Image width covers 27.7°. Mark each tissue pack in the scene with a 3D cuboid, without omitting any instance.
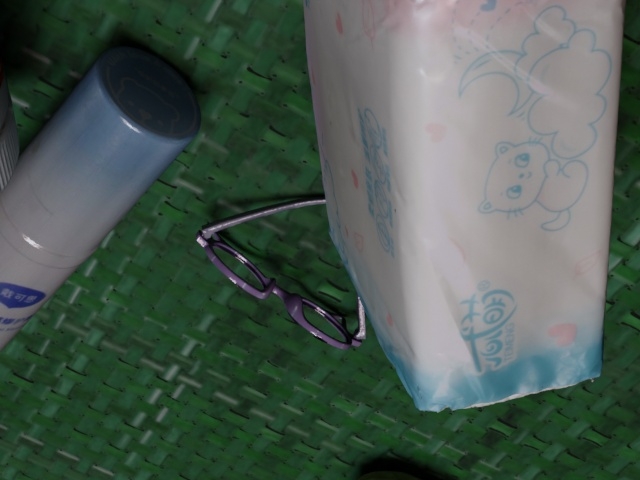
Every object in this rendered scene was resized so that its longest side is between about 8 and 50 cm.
[{"bbox_3d":[0.068,-0.067,0.677,0.124,0.201,0.271,-15,129,-12],"label":"tissue pack"}]

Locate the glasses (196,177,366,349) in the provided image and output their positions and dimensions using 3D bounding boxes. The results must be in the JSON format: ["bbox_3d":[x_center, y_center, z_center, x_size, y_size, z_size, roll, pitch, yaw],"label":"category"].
[{"bbox_3d":[0.000,0.000,0.862,0.140,0.062,0.103,33,104,-18],"label":"glasses"}]

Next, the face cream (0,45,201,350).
[{"bbox_3d":[-0.176,-0.018,0.839,0.077,0.077,0.250,33,126,-18],"label":"face cream"}]

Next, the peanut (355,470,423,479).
[{"bbox_3d":[0.094,0.250,1.013,0.194,0.083,0.093,37,111,-19],"label":"peanut"}]

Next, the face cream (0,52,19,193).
[{"bbox_3d":[-0.279,-0.109,0.699,0.201,0.201,0.187,2,129,7],"label":"face cream"}]
